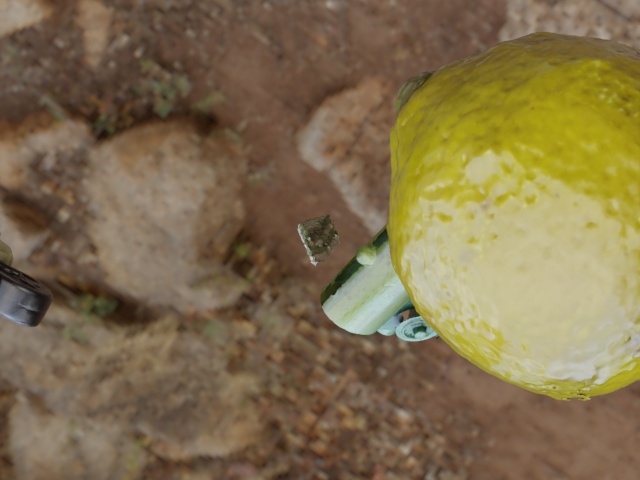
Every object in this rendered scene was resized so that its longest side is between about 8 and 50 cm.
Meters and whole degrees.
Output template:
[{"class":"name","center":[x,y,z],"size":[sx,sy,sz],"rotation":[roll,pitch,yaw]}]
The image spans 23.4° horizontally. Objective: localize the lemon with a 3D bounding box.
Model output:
[{"class":"lemon","center":[0.233,-0.033,1.494],"size":[0.387,0.350,0.350],"rotation":[44,171,12]}]

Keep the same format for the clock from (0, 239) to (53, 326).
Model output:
[{"class":"clock","center":[-0.543,-0.002,2.149],"size":[0.276,0.120,0.379],"rotation":[27,-178,-33]}]

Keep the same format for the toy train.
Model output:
[{"class":"toy train","center":[0.128,0.023,2.089],"size":[0.189,0.126,0.307],"rotation":[20,138,-23]}]

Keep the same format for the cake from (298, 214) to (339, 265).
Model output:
[{"class":"cake","center":[0.000,0.000,2.177],"size":[0.140,0.055,0.051],"rotation":[-106,-1,-79]}]
